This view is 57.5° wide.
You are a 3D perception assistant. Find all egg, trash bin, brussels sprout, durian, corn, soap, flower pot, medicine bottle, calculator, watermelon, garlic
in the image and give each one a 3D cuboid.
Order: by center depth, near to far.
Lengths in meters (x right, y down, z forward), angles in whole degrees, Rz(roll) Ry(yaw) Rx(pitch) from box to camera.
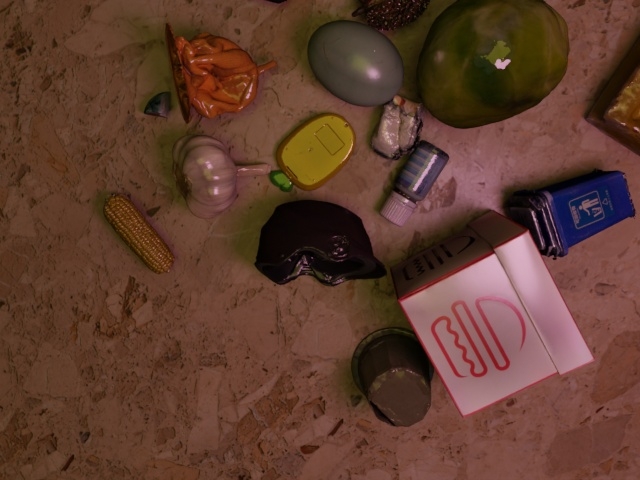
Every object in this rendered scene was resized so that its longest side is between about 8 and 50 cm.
[{"bbox_3d":[0.361,-0.386,1.236,0.344,0.344,0.268,-25,88,6],"label":"brussels sprout"},{"bbox_3d":[0.146,-0.553,1.277,0.196,0.167,0.196,5,107,17],"label":"durian"},{"bbox_3d":[0.817,-0.336,1.288,0.293,0.156,0.335,30,99,-6],"label":"soap"},{"bbox_3d":[0.077,-0.394,1.296,0.231,0.168,0.168,33,99,3],"label":"egg"},{"bbox_3d":[0.570,-0.070,1.343,0.235,0.184,0.162,-22,98,-6],"label":"trash bin"},{"bbox_3d":[-0.223,-0.167,1.362,0.226,0.199,0.199,-16,99,-24],"label":"garlic"},{"bbox_3d":[0.218,-0.132,1.376,0.083,0.083,0.203,30,97,-3],"label":"medicine bottle"},{"bbox_3d":[-0.380,-0.311,1.384,0.085,0.085,0.061,-42,130,7],"label":"watermelon"},{"bbox_3d":[0.175,0.339,1.398,0.212,0.202,0.212,1,100,5],"label":"flower pot"},{"bbox_3d":[-0.021,-0.205,1.398,0.235,0.032,0.146,-41,95,9],"label":"calculator"},{"bbox_3d":[-0.444,-0.016,1.420,0.080,0.080,0.238,-37,94,7],"label":"corn"}]

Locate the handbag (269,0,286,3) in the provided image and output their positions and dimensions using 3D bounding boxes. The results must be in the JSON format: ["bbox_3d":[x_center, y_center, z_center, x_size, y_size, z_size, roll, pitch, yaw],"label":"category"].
[{"bbox_3d":[-0.166,-0.677,1.273,0.275,0.088,0.244,16,117,-12],"label":"handbag"}]

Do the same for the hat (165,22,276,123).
[{"bbox_3d":[-0.210,-0.389,1.305,0.233,0.233,0.244,-14,141,-16],"label":"hat"}]

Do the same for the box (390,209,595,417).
[{"bbox_3d":[0.358,0.149,1.302,0.300,0.314,0.312,-28,97,8],"label":"box"}]

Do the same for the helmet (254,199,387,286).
[{"bbox_3d":[0.000,0.000,1.351,0.306,0.225,0.177,0,70,-7],"label":"helmet"}]

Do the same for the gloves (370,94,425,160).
[{"bbox_3d":[0.185,-0.260,1.360,0.114,0.070,0.153,22,99,12],"label":"gloves"}]
